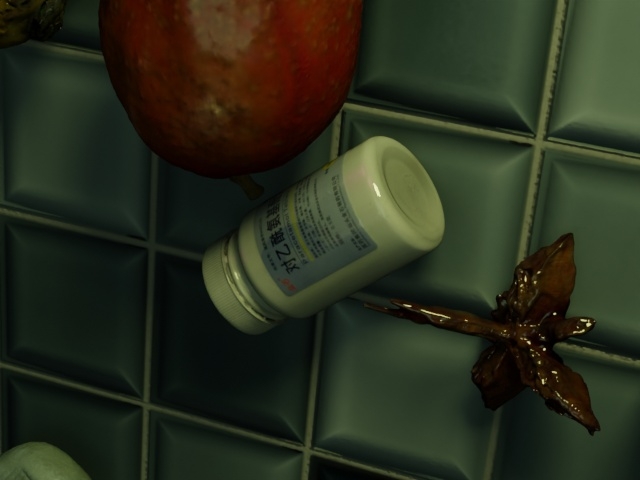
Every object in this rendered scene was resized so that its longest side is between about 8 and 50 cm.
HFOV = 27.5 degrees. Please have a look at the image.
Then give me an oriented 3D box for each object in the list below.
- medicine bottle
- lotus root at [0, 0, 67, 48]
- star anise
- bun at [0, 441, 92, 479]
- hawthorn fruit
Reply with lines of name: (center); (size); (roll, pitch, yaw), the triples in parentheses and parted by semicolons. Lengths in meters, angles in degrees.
medicine bottle: (0.000, 0.000, 1.059); (0.186, 0.103, 0.103); (-29, 97, 29)
lotus root: (-0.357, -0.305, 1.045); (0.397, 0.179, 0.196); (35, 110, -1)
star anise: (0.132, 0.074, 1.025); (0.140, 0.144, 0.158); (-14, 73, 57)
bun: (-0.272, 0.266, 1.291); (0.141, 0.083, 0.141); (6, 103, 25)
hawthorn fruit: (-0.064, -0.137, 0.984); (0.205, 0.205, 0.253); (9, 118, 19)
